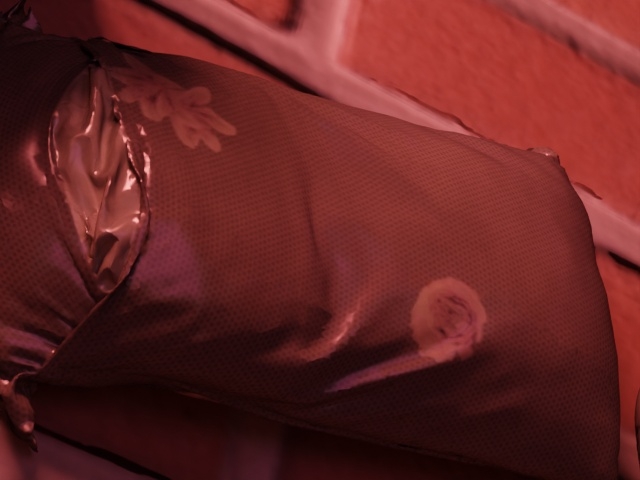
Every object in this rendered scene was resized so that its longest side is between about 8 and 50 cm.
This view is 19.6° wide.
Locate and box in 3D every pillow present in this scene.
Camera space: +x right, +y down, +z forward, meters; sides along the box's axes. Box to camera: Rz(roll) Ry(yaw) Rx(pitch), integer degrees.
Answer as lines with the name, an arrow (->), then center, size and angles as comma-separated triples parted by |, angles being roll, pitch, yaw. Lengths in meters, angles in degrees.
pillow -> 0.000, 0.000, 0.632 | 0.255, 0.059, 0.169 | 12, 51, -26

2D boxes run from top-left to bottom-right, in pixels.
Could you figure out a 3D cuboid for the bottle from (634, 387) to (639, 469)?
bottle -> 0.167, 0.085, 0.652 | 0.110, 0.110, 0.233 | 17, 51, -24
